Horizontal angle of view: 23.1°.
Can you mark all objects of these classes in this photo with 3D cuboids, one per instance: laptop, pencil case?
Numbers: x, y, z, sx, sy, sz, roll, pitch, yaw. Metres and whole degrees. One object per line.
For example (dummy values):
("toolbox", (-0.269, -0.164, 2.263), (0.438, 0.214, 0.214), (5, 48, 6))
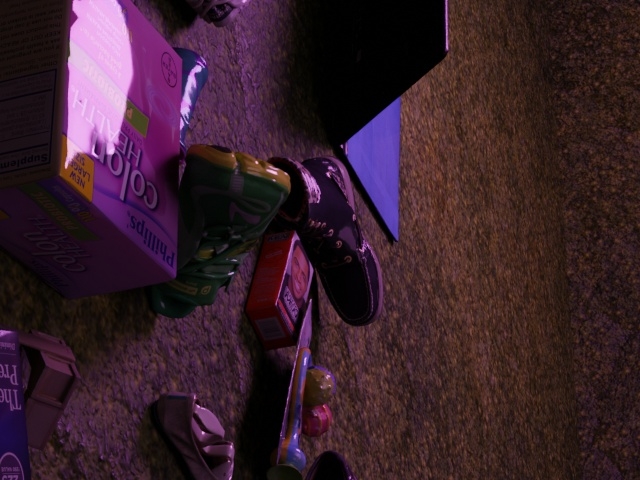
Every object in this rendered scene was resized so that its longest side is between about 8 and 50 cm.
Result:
("laptop", (0.149, -0.279, 2.389), (0.236, 0.408, 0.381), (23, 51, -27))
("pencil case", (-0.162, -0.141, 1.673), (0.070, 0.064, 0.151), (47, 35, -31))

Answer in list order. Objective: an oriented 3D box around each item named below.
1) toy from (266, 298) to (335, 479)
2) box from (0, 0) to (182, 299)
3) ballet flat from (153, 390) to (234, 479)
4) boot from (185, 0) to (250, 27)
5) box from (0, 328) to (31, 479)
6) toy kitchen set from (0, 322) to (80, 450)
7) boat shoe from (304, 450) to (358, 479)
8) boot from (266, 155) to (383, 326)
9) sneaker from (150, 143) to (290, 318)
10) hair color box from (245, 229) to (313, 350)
("toy", (-0.014, 0.200, 1.866), (0.237, 0.056, 0.136), (-72, 170, -49))
("box", (-0.223, -0.104, 1.401), (0.213, 0.117, 0.242), (49, 36, -56))
("ballet flat", (-0.118, 0.216, 1.625), (0.168, 0.052, 0.057), (61, 26, -43))
("boot", (-0.130, -0.304, 1.798), (0.123, 0.095, 0.258), (67, 21, -14))
("box", (-0.305, 0.148, 1.064), (0.261, 0.103, 0.184), (17, 67, -69))
("toy kitchen set", (-0.257, 0.119, 1.333), (0.068, 0.075, 0.083), (24, 10, -24))
("boat shoe", (0.000, 0.350, 1.827), (0.285, 0.103, 0.092), (-70, 140, -62))
("boot", (-0.002, 0.000, 2.026), (0.179, 0.085, 0.236), (3, 70, -68))
("sneaker", (-0.105, 0.000, 1.534), (0.295, 0.110, 0.123), (123, -18, -63))
("hair color box", (-0.049, 0.060, 1.917), (0.141, 0.043, 0.072), (-78, 151, -48))
